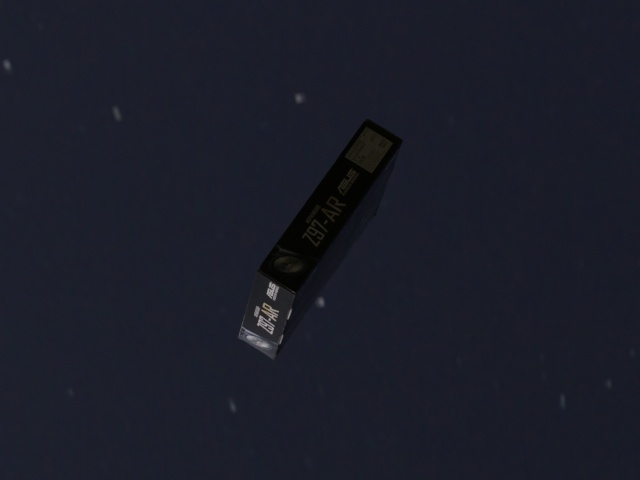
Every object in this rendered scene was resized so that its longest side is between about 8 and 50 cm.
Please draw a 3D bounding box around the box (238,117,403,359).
[{"bbox_3d":[0.000,0.000,0.781,0.018,0.067,0.083,32,-116,7],"label":"box"}]
